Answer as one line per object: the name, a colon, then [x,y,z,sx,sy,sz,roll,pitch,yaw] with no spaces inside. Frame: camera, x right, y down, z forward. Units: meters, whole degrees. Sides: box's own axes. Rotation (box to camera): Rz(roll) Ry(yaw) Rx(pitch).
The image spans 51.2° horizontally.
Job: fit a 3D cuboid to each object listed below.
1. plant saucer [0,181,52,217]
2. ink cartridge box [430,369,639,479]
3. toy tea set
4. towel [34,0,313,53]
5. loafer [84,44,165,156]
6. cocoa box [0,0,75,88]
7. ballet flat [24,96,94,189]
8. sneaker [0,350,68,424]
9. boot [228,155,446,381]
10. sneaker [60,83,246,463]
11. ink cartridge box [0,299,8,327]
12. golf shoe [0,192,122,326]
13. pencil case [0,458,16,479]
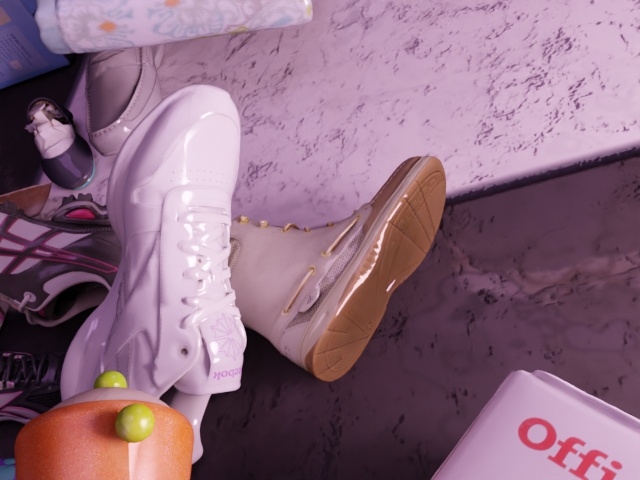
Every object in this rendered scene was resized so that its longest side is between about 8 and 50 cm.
plant saucer: [-0.415,-0.022,0.801,0.199,0.036,0.198,-18,11,4]
ink cartridge box: [0.106,0.232,0.295,0.207,0.117,0.283,27,68,41]
toy tea set: [-0.177,0.187,0.431,0.336,0.200,0.124,-22,53,16]
towel: [-0.175,-0.372,0.890,0.321,0.090,0.374,-8,43,5]
loafer: [-0.281,-0.239,0.923,0.112,0.111,0.319,-21,45,10]
cocoa box: [-0.577,-0.453,1.100,0.232,0.347,0.227,-13,47,17]
ballet flat: [-0.363,-0.141,0.909,0.074,0.074,0.203,-34,44,-4]
sneaker: [-0.291,0.133,0.621,0.178,0.077,0.071,-18,47,12]
boot: [0.000,0.000,0.587,0.165,0.077,0.213,20,69,40]
sneaker: [-0.102,0.033,0.532,0.152,0.114,0.304,24,104,30]
ink cartridge box: [-0.416,0.071,0.749,0.116,0.067,0.198,-16,45,14]
golf shoe: [-0.305,0.024,0.667,0.273,0.105,0.120,-4,64,-3]
pencil case: [-0.267,0.209,0.550,0.152,0.064,0.070,-6,4,22]
